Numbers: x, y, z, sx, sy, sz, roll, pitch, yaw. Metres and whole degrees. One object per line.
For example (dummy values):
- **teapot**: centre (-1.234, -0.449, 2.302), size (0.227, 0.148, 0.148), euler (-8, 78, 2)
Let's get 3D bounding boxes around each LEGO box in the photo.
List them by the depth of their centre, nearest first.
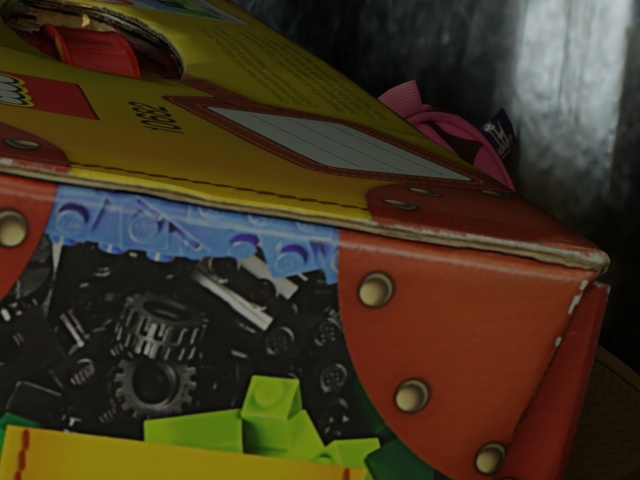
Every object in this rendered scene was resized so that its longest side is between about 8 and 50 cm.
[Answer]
- **LEGO box**: centre (-0.113, 0.105, 0.656), size (0.500, 0.193, 0.372), euler (-134, 54, -71)

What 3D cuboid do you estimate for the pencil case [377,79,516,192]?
- **pencil case**: centre (0.000, 0.000, 0.878), size (0.209, 0.095, 0.098), euler (-23, 102, 51)

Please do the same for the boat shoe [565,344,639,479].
- **boat shoe**: centre (0.108, 0.164, 0.574), size (0.302, 0.109, 0.098), euler (56, 150, 12)
